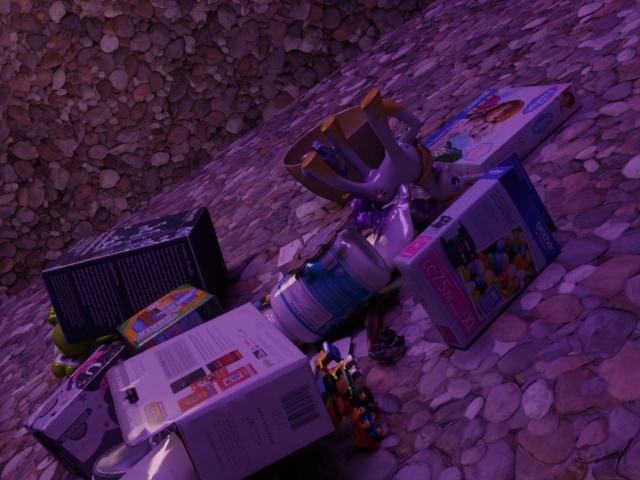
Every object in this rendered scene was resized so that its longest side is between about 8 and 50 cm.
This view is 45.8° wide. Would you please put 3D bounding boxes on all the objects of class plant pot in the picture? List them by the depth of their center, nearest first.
[{"bbox_3d":[0.064,-0.210,2.060,0.284,0.191,0.284,-28,22,13],"label":"plant pot"}]

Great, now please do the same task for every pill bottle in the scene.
[{"bbox_3d":[0.001,0.104,1.511,0.264,0.146,0.146,-42,19,14],"label":"pill bottle"}]

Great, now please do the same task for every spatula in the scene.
[{"bbox_3d":[-0.025,0.278,1.386,0.168,0.019,0.242,-23,23,24],"label":"spatula"}]

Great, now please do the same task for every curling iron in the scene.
[{"bbox_3d":[0.113,0.155,1.434,0.068,0.035,0.274,-11,18,1],"label":"curling iron"}]

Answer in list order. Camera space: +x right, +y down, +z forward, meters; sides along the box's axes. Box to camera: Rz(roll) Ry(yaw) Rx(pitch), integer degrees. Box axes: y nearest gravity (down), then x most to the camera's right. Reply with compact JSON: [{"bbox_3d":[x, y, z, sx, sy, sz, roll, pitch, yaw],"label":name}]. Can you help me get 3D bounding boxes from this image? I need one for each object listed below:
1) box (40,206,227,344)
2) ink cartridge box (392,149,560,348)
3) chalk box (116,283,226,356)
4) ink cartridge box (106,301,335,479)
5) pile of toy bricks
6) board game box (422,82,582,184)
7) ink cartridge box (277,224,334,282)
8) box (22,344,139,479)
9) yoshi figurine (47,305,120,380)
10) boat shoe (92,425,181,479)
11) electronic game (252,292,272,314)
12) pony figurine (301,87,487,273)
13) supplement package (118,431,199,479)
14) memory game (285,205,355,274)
[{"bbox_3d":[-0.479,0.086,2.014,0.395,0.212,0.293,-14,16,4],"label":"box"},{"bbox_3d":[0.284,0.009,1.277,0.311,0.186,0.065,-42,20,-20],"label":"ink cartridge box"},{"bbox_3d":[-0.260,0.217,1.500,0.179,0.180,0.289,-34,16,-18],"label":"chalk box"},{"bbox_3d":[-0.168,0.241,1.168,0.271,0.130,0.309,-24,17,-14],"label":"ink cartridge box"},{"bbox_3d":[0.015,0.265,1.236,0.105,0.118,0.212,-46,28,14],"label":"pile of toy bricks"},{"bbox_3d":[0.407,-0.258,1.834,0.318,0.066,0.318,-41,22,-16],"label":"board game box"},{"bbox_3d":[-0.043,0.040,1.862,0.180,0.060,0.104,-29,22,14],"label":"ink cartridge box"},{"bbox_3d":[-0.494,0.370,1.671,0.142,0.163,0.247,-9,33,51],"label":"box"},{"bbox_3d":[-0.678,0.243,2.183,0.203,0.203,0.362,-23,26,10],"label":"yoshi figurine"},{"bbox_3d":[-0.255,0.338,1.329,0.319,0.099,0.116,-19,34,-7],"label":"boat shoe"},{"bbox_3d":[-0.120,0.182,1.690,0.229,0.048,0.229,-29,22,13],"label":"electronic game"},{"bbox_3d":[0.138,-0.112,1.624,0.351,0.363,0.303,-43,24,22],"label":"pony figurine"},{"bbox_3d":[-0.221,0.446,1.138,0.204,0.145,0.261,-41,22,-18],"label":"supplement package"},{"bbox_3d":[0.000,0.000,1.480,0.186,0.012,0.186,-42,10,10],"label":"memory game"}]
